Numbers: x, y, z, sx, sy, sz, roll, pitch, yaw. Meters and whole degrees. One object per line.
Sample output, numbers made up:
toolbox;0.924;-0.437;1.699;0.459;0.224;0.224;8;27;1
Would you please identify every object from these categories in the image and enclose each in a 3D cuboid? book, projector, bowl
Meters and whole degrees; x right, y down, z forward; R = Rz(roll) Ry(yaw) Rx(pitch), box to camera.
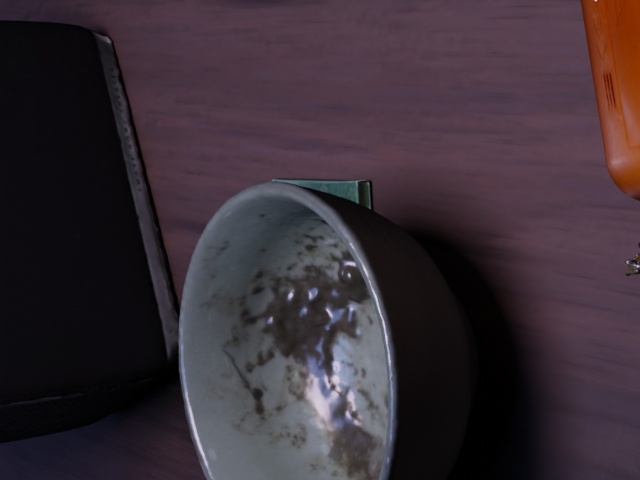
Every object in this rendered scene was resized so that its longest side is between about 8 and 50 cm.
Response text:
book;0.000;0.000;1.464;0.135;0.017;0.103;4;98;57
projector;-0.388;0.001;1.704;0.242;0.405;0.395;-33;68;54
bowl;0.025;0.096;1.326;0.289;0.146;0.289;10;102;55

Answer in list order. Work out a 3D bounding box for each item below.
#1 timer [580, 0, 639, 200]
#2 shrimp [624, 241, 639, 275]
timer;0.222;-0.147;0.995;0.250;0.161;0.257;180;80;-77
shrimp;0.260;0.040;1.064;0.178;0.034;0.124;-15;89;52
